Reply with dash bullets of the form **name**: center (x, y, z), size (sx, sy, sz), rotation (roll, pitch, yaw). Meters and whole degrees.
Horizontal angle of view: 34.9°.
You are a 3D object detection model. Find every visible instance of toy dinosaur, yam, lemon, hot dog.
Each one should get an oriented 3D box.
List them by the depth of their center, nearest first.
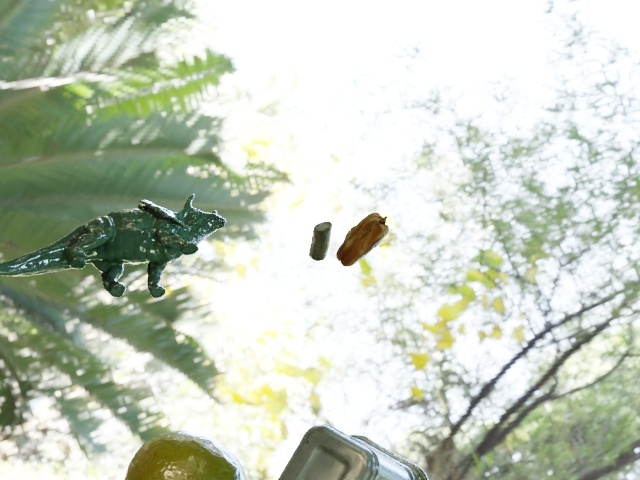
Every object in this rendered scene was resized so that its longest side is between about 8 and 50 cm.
- **toy dinosaur**: center (-0.241, 0.017, 1.187), size (0.120, 0.292, 0.079), rotation (46, -37, 26)
- **lemon**: center (-0.208, 0.396, 1.625), size (0.248, 0.184, 0.184), rotation (8, -67, 36)
- **hot dog**: center (0.074, -0.003, 1.805), size (0.056, 0.041, 0.133), rotation (49, -60, 7)
- **yam**: center (0.000, 0.000, 2.192), size (0.043, 0.043, 0.094), rotation (46, -38, 37)

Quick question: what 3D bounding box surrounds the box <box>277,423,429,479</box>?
- **box**: center (-0.001, 0.419, 1.465), size (0.175, 0.312, 0.182), rotation (24, -14, 33)
